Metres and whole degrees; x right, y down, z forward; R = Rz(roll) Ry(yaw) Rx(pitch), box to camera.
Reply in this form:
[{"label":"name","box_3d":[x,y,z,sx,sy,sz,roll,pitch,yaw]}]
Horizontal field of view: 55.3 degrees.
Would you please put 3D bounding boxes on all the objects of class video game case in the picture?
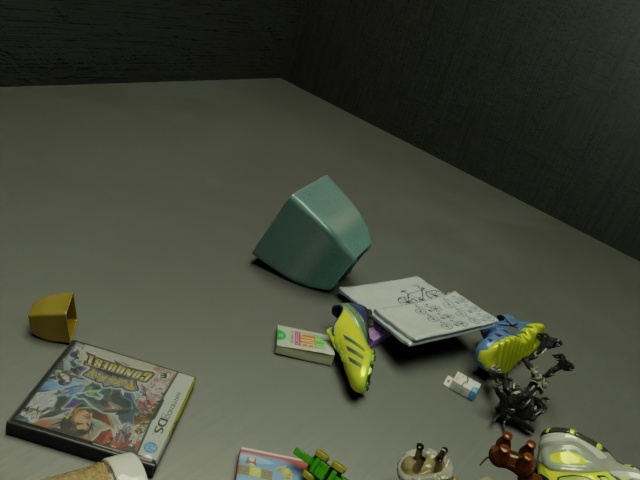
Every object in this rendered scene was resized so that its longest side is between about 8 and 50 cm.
[{"label":"video game case","box_3d":[-0.410,0.315,1.185,0.274,0.035,0.248,18,28,-2]},{"label":"video game case","box_3d":[-0.060,0.499,1.072,0.204,0.025,0.285,14,27,-8]}]

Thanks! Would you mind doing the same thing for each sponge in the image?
[{"label":"sponge","box_3d":[0.158,0.223,1.704,0.117,0.031,0.210,34,31,28]}]

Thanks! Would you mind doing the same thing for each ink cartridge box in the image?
[{"label":"ink cartridge box","box_3d":[0.363,0.369,1.565,0.083,0.028,0.048,27,28,17]}]

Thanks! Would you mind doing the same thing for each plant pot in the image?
[{"label":"plant pot","box_3d":[0.000,0.000,1.811,0.252,0.247,0.248,42,31,7]},{"label":"plant pot","box_3d":[-0.578,0.166,1.314,0.083,0.081,0.081,-1,31,-10]}]

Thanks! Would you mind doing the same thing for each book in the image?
[{"label":"book","box_3d":[-0.040,0.259,1.524,0.144,0.035,0.096,12,24,-9]}]

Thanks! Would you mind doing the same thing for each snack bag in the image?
[{"label":"snack bag","box_3d":[0.271,0.182,1.728,0.323,0.037,0.342,-6,24,-31]}]

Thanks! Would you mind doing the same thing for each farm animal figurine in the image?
[{"label":"farm animal figurine","box_3d":[0.319,0.535,1.108,0.326,0.172,0.330,0,38,-8]}]

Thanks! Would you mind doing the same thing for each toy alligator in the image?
[{"label":"toy alligator","box_3d":[0.030,0.449,1.143,0.189,0.056,0.051,30,-11,20]}]

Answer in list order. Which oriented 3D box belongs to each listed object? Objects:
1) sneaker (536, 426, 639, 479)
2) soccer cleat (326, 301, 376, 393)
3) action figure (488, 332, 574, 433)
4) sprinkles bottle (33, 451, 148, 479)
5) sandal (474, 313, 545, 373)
[{"label":"sneaker","box_3d":[0.637,0.559,1.312,0.384,0.145,0.147,27,59,10]},{"label":"soccer cleat","box_3d":[0.071,0.262,1.510,0.121,0.093,0.289,9,34,-5]},{"label":"action figure","box_3d":[0.514,0.370,1.540,0.275,0.141,0.164,-41,88,-18]},{"label":"sprinkles bottle","box_3d":[-0.435,0.418,0.890,0.355,0.121,0.121,-6,36,-37]},{"label":"sandal","box_3d":[0.509,0.286,1.727,0.138,0.126,0.317,28,21,35]}]
